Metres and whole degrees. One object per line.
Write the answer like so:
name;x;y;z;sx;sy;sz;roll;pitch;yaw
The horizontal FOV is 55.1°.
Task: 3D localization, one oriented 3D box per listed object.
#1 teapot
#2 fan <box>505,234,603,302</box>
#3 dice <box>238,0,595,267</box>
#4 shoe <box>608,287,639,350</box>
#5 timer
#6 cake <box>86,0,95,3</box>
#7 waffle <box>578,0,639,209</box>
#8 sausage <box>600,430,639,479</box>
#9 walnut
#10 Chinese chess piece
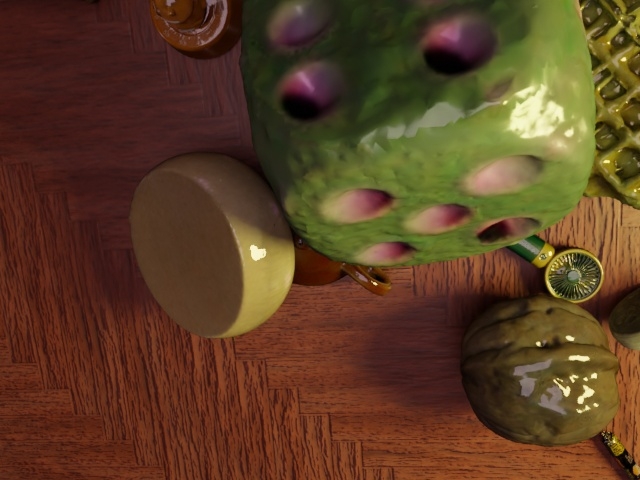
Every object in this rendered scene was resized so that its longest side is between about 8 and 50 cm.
teapot;0.000;0.000;0.888;0.252;0.135;0.178;39;109;-2
fan;0.337;0.027;0.899;0.155;0.039;0.082;34;106;0
dice;0.107;-0.167;0.684;0.319;0.330;0.322;-12;65;13
shoe;0.577;0.121;0.854;0.317;0.124;0.159;-21;107;11
timer;-0.182;-0.316;0.824;0.132;0.152;0.131;2;104;7
cake;-0.445;-0.461;0.791;0.286;0.222;0.227;16;103;3
waffle;0.409;-0.183;0.775;0.317;0.073;0.296;13;111;30
sausage;0.500;0.375;0.967;0.025;0.028;0.198;-33;97;37
walnut;0.307;0.181;0.862;0.225;0.224;0.224;2;103;7
Chinese chess piece;-0.157;0.008;0.868;0.273;0.102;0.273;17;117;36
